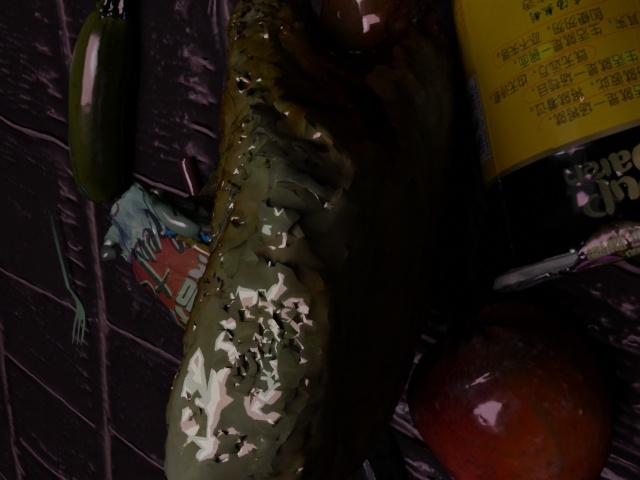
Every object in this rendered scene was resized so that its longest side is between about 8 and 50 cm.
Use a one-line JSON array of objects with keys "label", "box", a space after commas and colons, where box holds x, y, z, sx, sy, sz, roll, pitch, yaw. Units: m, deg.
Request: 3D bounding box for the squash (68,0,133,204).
[{"label": "squash", "box": [-0.299, -0.201, 1.030, 0.087, 0.087, 0.332, 30, 121, 33]}]

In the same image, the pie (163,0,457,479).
[{"label": "pie", "box": [-0.004, 0.026, 0.574, 0.180, 0.418, 0.395, 8, 150, 12]}]

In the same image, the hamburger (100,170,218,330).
[{"label": "hamburger", "box": [-0.104, 0.015, 0.862, 0.260, 0.150, 0.276, -14, 122, 49]}]

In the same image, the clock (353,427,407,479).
[{"label": "clock", "box": [-0.026, 0.286, 0.943, 0.312, 0.061, 0.313, 15, 113, 39]}]

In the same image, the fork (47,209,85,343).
[{"label": "fork", "box": [-0.426, 0.062, 1.276, 0.039, 0.021, 0.235, -1, 101, 39]}]

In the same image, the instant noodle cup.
[{"label": "instant noodle cup", "box": [0.192, -0.097, 0.534, 0.215, 0.215, 0.236, -24, 79, 44]}]

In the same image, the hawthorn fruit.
[{"label": "hawthorn fruit", "box": [0.167, 0.142, 0.651, 0.172, 0.173, 0.173, 15, 113, 39]}]

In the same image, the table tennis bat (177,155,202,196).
[{"label": "table tennis bat", "box": [-0.185, -0.014, 0.958, 0.107, 0.119, 0.170, -13, 96, 42]}]
